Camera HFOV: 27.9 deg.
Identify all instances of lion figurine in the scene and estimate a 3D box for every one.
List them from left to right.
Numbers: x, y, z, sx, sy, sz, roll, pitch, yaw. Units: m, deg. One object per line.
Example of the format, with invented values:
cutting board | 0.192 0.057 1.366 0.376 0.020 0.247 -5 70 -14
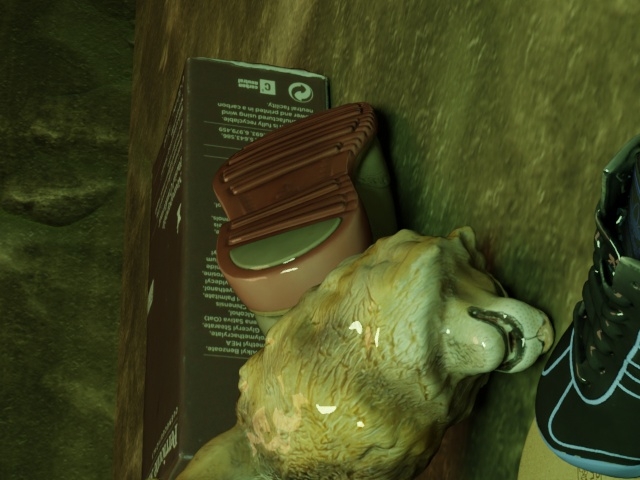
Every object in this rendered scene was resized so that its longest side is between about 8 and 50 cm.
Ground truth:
lion figurine | 0.000 0.191 0.691 0.240 0.142 0.392 -30 -44 -60

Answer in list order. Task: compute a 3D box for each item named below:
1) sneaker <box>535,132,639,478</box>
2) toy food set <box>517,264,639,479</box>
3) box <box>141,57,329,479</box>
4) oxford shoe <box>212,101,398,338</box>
sneaker | 0.123 0.010 0.440 0.232 0.090 0.081 125 150 -47
toy food set | 0.127 0.101 0.548 0.192 0.038 0.132 -69 23 11
box | -0.074 0.051 1.122 0.191 0.143 0.381 119 152 -54
oxford shoe | 0.000 0.000 0.906 0.348 0.123 0.130 -80 -33 -65
